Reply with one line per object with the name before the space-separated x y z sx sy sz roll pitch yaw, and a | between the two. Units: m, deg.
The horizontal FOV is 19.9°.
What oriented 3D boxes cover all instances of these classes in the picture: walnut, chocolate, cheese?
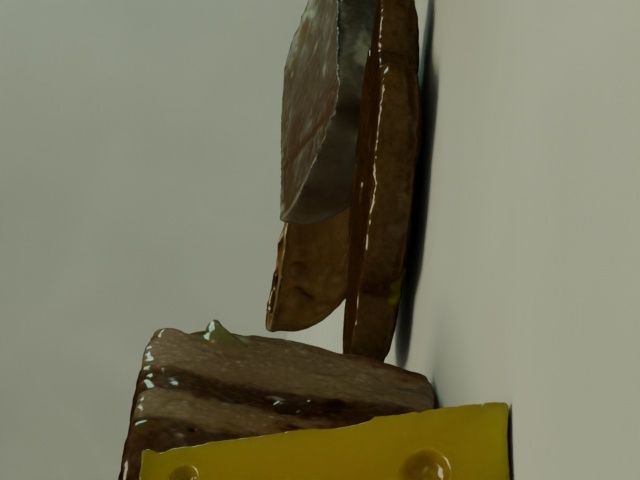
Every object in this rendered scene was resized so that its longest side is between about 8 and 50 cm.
walnut | 0.002 -0.001 1.705 0.211 0.087 0.167 101 180 -46
chocolate | 0.026 -0.131 1.554 0.254 0.080 0.157 -91 19 -51
cheese | -0.004 0.140 0.863 0.126 0.171 0.093 98 176 -56

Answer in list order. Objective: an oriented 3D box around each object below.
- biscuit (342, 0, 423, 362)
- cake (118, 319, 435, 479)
biscuit | 0.049 -0.046 1.340 0.208 0.041 0.290 -113 29 -82
cake | -0.023 0.164 1.098 0.293 0.196 0.199 -80 -3 -71
